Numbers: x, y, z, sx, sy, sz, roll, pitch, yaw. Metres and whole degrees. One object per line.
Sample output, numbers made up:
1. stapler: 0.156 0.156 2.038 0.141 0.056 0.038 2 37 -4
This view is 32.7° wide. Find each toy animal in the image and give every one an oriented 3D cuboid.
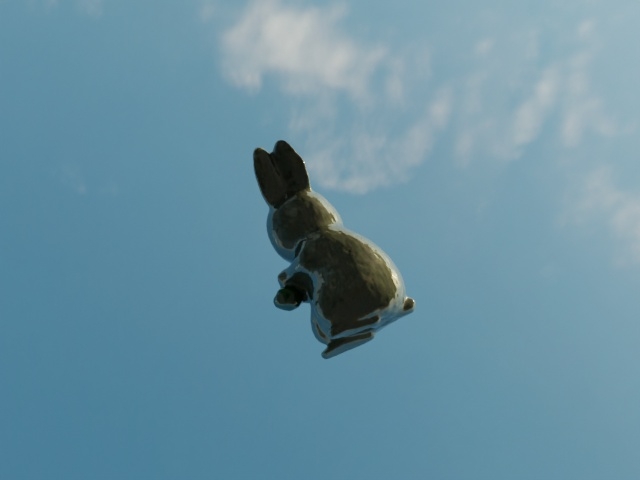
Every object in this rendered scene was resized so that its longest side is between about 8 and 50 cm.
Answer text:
1. toy animal: 0.001 0.009 1.170 0.138 0.108 0.236 -16 -119 -12
